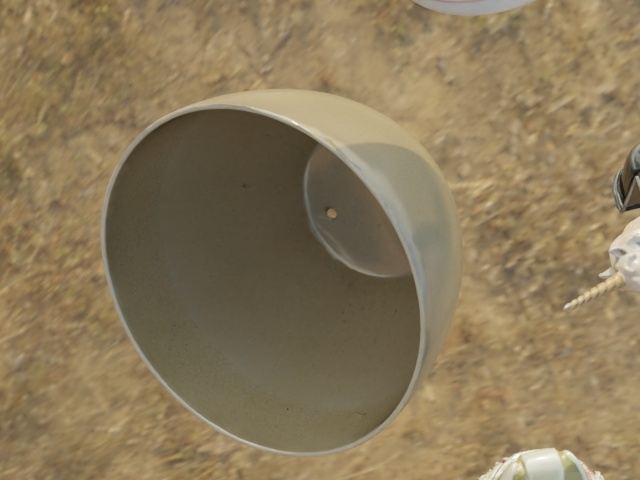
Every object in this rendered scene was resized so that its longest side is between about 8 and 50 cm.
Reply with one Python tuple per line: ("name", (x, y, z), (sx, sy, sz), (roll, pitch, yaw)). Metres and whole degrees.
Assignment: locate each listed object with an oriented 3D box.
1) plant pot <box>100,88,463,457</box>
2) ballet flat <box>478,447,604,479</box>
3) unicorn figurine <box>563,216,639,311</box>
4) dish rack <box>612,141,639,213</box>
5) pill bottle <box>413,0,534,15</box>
("plant pot", (0.000, 0.000, 1.372), (0.284, 0.284, 0.191), (56, 39, -1))
("ballet flat", (0.131, 0.159, 0.955), (0.091, 0.241, 0.077), (-13, 111, -2))
("unicorn figurine", (0.199, -0.003, 0.761), (0.111, 0.060, 0.162), (37, 97, 7))
("dish rack", (0.354, 0.022, 1.345), (0.208, 0.074, 0.271), (-14, 63, 3))
("pill bottle", (0.077, -0.298, 1.121), (0.161, 0.161, 0.283), (-53, 135, -26))
